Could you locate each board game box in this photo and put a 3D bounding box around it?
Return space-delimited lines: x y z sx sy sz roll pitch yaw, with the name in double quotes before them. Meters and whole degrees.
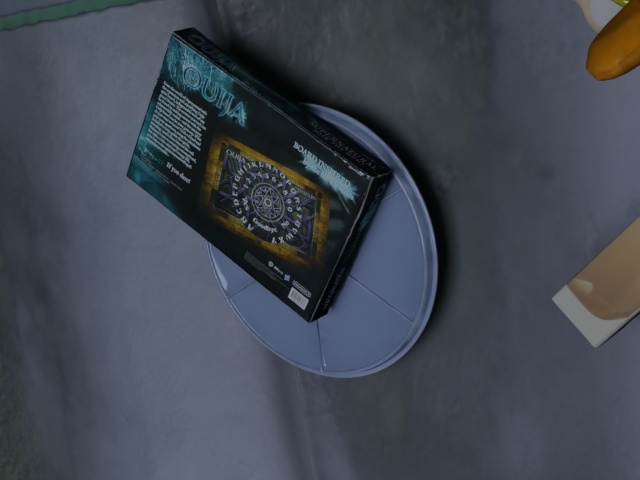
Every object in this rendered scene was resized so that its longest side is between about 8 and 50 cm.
"board game box" -0.048 -0.047 0.849 0.186 0.026 0.126 38 124 21

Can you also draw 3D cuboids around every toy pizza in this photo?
"toy pizza" 0.000 0.000 0.869 0.201 0.032 0.201 13 114 32

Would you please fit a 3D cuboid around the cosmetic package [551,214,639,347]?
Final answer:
"cosmetic package" 0.193 0.007 0.706 0.041 0.060 0.115 50 127 13

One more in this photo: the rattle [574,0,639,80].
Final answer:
"rattle" 0.141 -0.195 0.630 0.130 0.142 0.200 8 118 55
